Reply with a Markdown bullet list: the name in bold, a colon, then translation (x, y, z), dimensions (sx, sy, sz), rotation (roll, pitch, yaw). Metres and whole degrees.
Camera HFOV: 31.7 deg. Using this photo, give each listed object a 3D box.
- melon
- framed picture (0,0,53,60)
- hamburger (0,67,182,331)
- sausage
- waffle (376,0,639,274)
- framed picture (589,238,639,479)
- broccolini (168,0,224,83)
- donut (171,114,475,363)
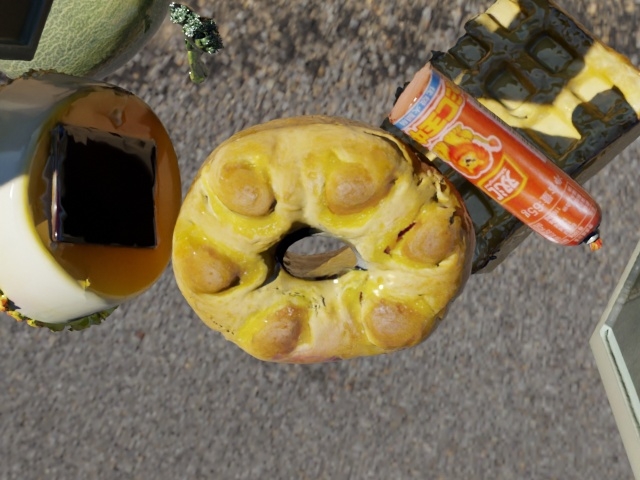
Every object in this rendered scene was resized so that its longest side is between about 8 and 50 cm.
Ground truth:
- **melon**: translation (-0.341, -0.345, 1.570), dimensions (0.302, 0.237, 0.237), rotation (-32, 114, 22)
- **framed picture**: translation (-0.307, -0.287, 0.792), dimensions (0.028, 0.446, 0.326), rotation (30, 107, 21)
- **hamburger**: translation (-0.288, -0.044, 1.249), dimensions (0.179, 0.276, 0.294), rotation (-1, 90, 33)
- **sausage**: translation (0.197, -0.076, 1.189), dimensions (0.274, 0.074, 0.074), rotation (36, 128, -14)
- **waffle**: translation (0.245, -0.154, 1.523), dimensions (0.348, 0.304, 0.077), rotation (-44, 149, 10)
- **framed picture**: translation (0.192, -0.021, 0.494), dimensions (0.023, 0.189, 0.259), rotation (20, 110, -2)
- **broccolini**: translation (-0.159, -0.261, 1.512), dimensions (0.058, 0.254, 0.071), rotation (-13, 86, -2)
- **donut**: translation (0.000, 0.000, 1.232), dimensions (0.317, 0.150, 0.299), rotation (34, 109, -18)
